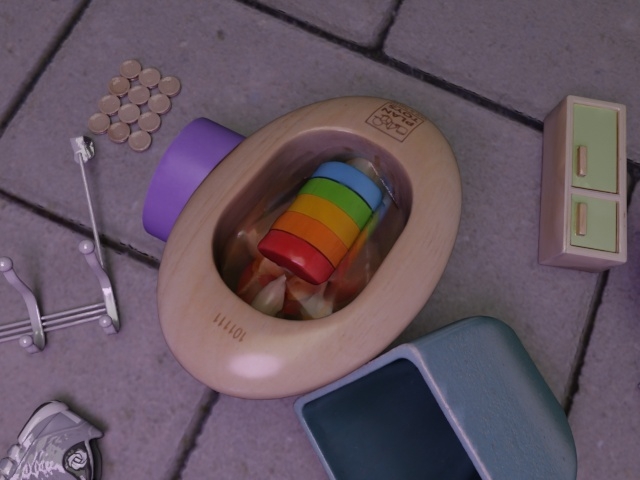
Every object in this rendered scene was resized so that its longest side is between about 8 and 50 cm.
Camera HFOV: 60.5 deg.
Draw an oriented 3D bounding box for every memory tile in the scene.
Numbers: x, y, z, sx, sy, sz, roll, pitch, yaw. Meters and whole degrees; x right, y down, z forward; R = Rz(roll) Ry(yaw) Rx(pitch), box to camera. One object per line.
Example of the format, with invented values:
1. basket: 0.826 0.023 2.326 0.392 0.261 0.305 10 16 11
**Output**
1. memory tile: -0.310 -0.226 0.915 0.113 0.012 0.148 22 75 2

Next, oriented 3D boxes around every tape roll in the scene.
1. tape roll: -0.169 -0.075 0.792 0.080 0.189 0.189 27 75 3

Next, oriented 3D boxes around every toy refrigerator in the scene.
1. toy refrigerator: 0.427 -0.092 0.890 0.102 0.094 0.269 10 75 -2

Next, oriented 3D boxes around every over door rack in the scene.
1. over door rack: -0.443 0.002 0.795 0.240 0.108 0.324 -13 76 -8

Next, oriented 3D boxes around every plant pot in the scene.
1. plant pot: 0.169 0.235 0.701 0.252 0.247 0.247 -18 74 -43

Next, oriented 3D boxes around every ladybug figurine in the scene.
1. ladybug figurine: 0.000 0.000 0.683 0.305 0.162 0.449 33 65 16

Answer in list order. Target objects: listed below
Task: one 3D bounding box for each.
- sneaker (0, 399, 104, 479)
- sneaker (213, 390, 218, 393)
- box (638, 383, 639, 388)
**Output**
1. sneaker: -0.369 0.340 0.721 0.132 0.086 0.228 28 74 1
2. sneaker: -0.074 0.162 0.780 0.226 0.086 0.163 25 63 13
3. box: 0.599 0.307 0.786 0.094 0.113 0.275 -28 77 -10
